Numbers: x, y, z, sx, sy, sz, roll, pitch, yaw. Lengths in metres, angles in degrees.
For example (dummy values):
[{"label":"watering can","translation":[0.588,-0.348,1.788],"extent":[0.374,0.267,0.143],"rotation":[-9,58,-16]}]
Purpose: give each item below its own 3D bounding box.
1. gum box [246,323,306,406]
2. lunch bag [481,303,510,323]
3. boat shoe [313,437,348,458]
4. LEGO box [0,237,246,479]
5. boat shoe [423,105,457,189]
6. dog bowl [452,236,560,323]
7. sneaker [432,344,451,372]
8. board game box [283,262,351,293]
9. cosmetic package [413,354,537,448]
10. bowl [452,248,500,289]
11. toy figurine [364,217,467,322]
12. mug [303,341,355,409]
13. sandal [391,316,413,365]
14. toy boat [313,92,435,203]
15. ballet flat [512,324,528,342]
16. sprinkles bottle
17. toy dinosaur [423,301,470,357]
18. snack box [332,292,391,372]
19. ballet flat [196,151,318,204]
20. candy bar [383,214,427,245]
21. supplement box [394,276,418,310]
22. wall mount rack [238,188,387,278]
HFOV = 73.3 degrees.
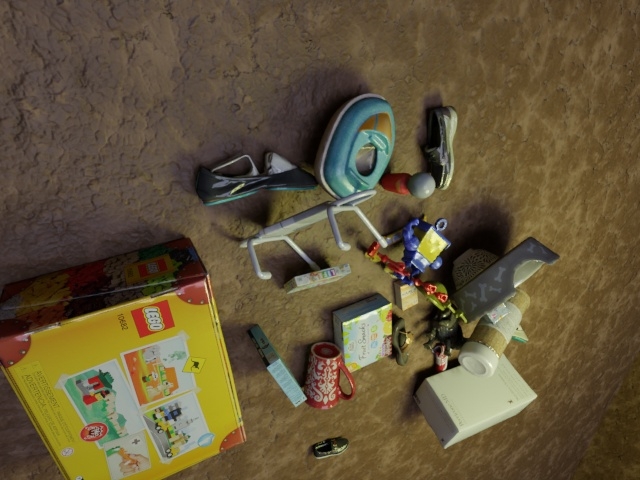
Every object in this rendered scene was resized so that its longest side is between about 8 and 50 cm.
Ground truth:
[{"label":"gum box","translation":[-0.117,0.334,1.152],"extent":[0.041,0.157,0.184],"rotation":[-33,125,-12]},{"label":"lunch bag","translation":[0.574,0.239,1.425],"extent":[0.071,0.083,0.053],"rotation":[-35,89,-6]},{"label":"boat shoe","translation":[0.040,0.719,1.499],"extent":[0.133,0.049,0.041],"rotation":[-8,126,-20]},{"label":"LEGO box","translation":[-0.401,0.292,0.950],"extent":[0.373,0.193,0.499],"rotation":[-16,120,-21]},{"label":"boat shoe","translation":[0.313,-0.245,1.155],"extent":[0.074,0.080,0.223],"rotation":[-7,112,-20]},{"label":"dog bowl","translation":[0.571,0.120,1.361],"extent":[0.349,0.102,0.348],"rotation":[-34,164,-12]},{"label":"sneaker","translation":[0.437,0.434,1.581],"extent":[0.067,0.042,0.118],"rotation":[6,103,-35]},{"label":"board game box","translation":[-0.009,0.101,1.135],"extent":[0.154,0.103,0.026],"rotation":[-13,78,-23]},{"label":"cosmetic package","translation":[0.571,0.584,1.608],"extent":[0.386,0.217,0.156],"rotation":[-11,138,-27]},{"label":"bowl","translation":[0.483,0.079,1.389],"extent":[0.170,0.080,0.170],"rotation":[-34,163,-12]},{"label":"toy figurine","translation":[0.324,0.047,1.218],"extent":[0.363,0.191,0.217],"rotation":[36,83,-31]},{"label":"mug","translation":[0.026,0.400,1.292],"extent":[0.151,0.113,0.169],"rotation":[2,109,-10]},{"label":"sandal","translation":[0.276,0.337,1.412],"extent":[0.090,0.060,0.219],"rotation":[-48,136,-41]},{"label":"toy boat","translation":[0.142,-0.191,1.023],"extent":[0.318,0.148,0.267],"rotation":[27,83,-41]},{"label":"ballet flat","translation":[0.739,0.347,1.688],"extent":[0.249,0.086,0.086],"rotation":[17,104,-33]},{"label":"sprinkles bottle","translation":[0.604,0.303,1.483],"extent":[0.355,0.121,0.121],"rotation":[-43,130,-33]},{"label":"toy dinosaur","translation":[0.427,0.288,1.474],"extent":[0.160,0.121,0.313],"rotation":[-45,122,-39]},{"label":"snack box","translation":[0.130,0.287,1.320],"extent":[0.175,0.070,0.206],"rotation":[-17,120,-22]},{"label":"ballet flat","translation":[-0.132,-0.144,0.949],"extent":[0.281,0.095,0.096],"rotation":[-12,107,-24]},{"label":"candy bar","translation":[0.251,-0.027,1.262],"extent":[0.162,0.018,0.040],"rotation":[-25,125,-16]},{"label":"supplement box","translation":[0.271,0.166,1.358],"extent":[0.062,0.036,0.098],"rotation":[-24,123,-18]},{"label":"wall mount rack","translation":[0.000,0.000,1.004],"extent":[0.350,0.130,0.304],"rotation":[-21,175,23]}]
